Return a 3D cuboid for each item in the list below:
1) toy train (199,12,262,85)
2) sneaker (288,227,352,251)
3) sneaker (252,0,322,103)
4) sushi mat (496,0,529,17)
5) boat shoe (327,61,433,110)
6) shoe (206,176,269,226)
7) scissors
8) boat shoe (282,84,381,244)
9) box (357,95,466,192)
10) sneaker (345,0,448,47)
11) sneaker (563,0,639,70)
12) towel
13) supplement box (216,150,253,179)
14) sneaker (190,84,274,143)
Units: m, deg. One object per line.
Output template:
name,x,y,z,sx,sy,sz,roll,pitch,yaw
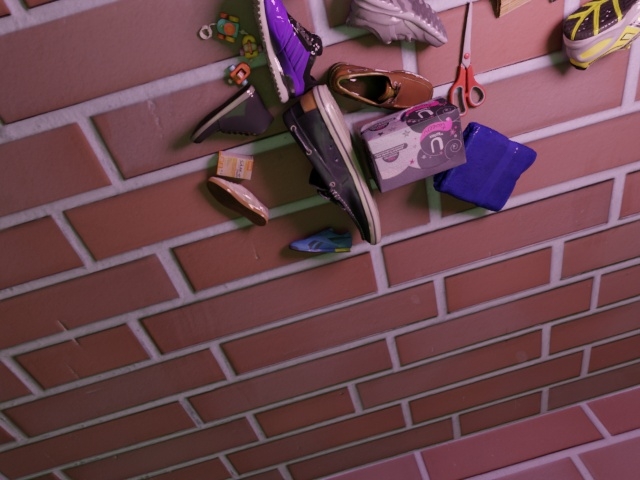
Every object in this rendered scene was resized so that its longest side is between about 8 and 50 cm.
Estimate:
toy train,-0.219,-0.478,1.064,0.125,0.046,0.166,-34,121,11
sneaker,0.000,0.000,1.397,0.209,0.069,0.082,-1,89,0
sneaker,-0.072,-0.500,1.047,0.146,0.102,0.294,-17,133,-4
sushi mat,0.589,-0.696,1.056,0.316,0.019,0.151,-26,149,7
boat shoe,0.172,-0.403,1.145,0.306,0.104,0.111,2,121,-12
shoe,-0.245,-0.125,1.278,0.219,0.058,0.076,37,140,-23
scissors,0.396,-0.492,1.179,0.108,0.021,0.297,-20,124,5
boat shoe,0.049,-0.187,1.218,0.155,0.187,0.500,-21,121,14
box,0.246,-0.262,1.150,0.247,0.142,0.164,-20,123,3
sneaker,0.195,-0.555,1.080,0.281,0.105,0.115,14,148,-20
sneaker,0.835,-0.611,1.138,0.384,0.145,0.147,-26,143,9
towel,0.502,-0.222,1.306,0.308,0.076,0.228,11,117,-33
supplement box,-0.247,-0.217,1.225,0.098,0.036,0.062,7,121,-14
sneaker,-0.238,-0.305,1.145,0.222,0.083,0.118,-33,122,10
